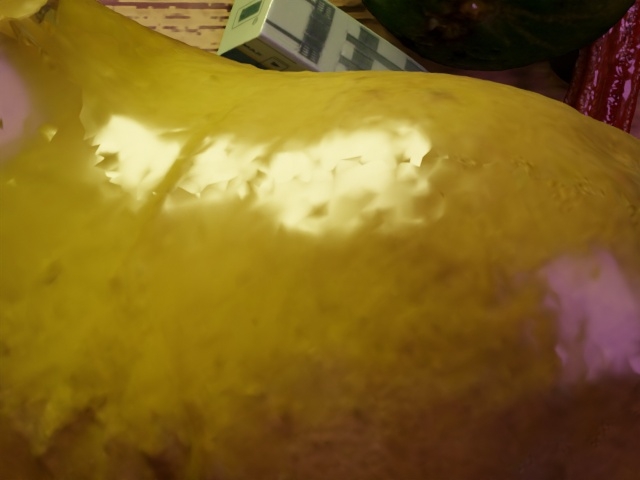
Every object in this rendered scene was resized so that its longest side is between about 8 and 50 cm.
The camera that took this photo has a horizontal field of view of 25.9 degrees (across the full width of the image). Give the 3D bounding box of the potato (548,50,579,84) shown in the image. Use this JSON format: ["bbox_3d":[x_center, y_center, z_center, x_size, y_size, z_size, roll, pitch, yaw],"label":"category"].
[{"bbox_3d":[0.216,-0.143,0.977,0.103,0.066,0.096,9,82,-39],"label":"potato"}]

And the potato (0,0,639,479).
[{"bbox_3d":[0.000,0.000,0.591,0.397,0.296,0.290,56,35,-8],"label":"potato"}]

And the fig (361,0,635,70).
[{"bbox_3d":[0.110,-0.241,0.843,0.203,0.203,0.235,20,59,-33],"label":"fig"}]

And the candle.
[{"bbox_3d":[0.172,-0.055,0.886,0.051,0.048,0.329,23,79,-52],"label":"candle"}]

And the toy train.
[{"bbox_3d":[0.047,-0.077,0.837,0.234,0.051,0.052,30,66,-28],"label":"toy train"}]
